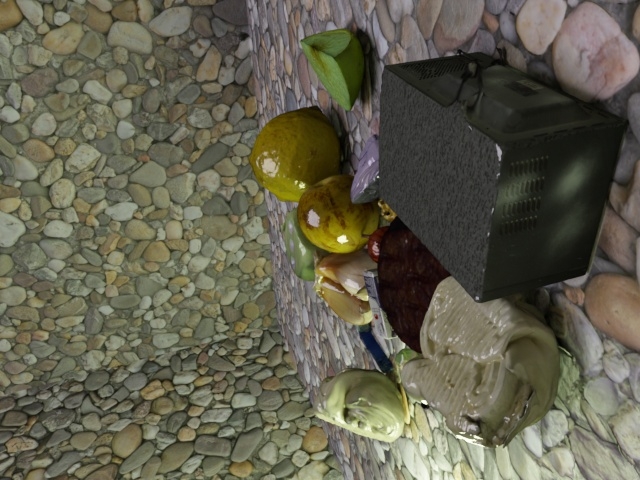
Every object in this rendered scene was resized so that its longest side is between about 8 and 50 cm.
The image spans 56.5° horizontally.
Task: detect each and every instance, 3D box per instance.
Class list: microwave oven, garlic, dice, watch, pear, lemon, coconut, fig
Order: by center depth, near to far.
[{"bbox_3d":[0.307,-0.153,1.144,0.432,0.237,0.374,-124,27,-53],"label":"microwave oven"},{"bbox_3d":[0.198,0.021,1.873,0.150,0.129,0.128,-26,76,54],"label":"fig"},{"bbox_3d":[0.075,-0.536,1.892,0.288,0.139,0.239,48,163,53],"label":"pear"},{"bbox_3d":[0.288,0.396,1.971,0.081,0.082,0.083,57,-140,-32],"label":"coconut"},{"bbox_3d":[0.065,-0.086,2.014,0.281,0.281,0.280,167,90,-75],"label":"pear"},{"bbox_3d":[0.114,0.158,2.122,0.313,0.250,0.285,18,93,45],"label":"garlic"},{"bbox_3d":[0.198,0.314,2.248,0.274,0.068,0.276,-122,25,-52],"label":"watch"},{"bbox_3d":[-0.084,-0.326,2.250,0.387,0.350,0.350,-66,25,11],"label":"lemon"},{"bbox_3d":[0.000,0.000,2.356,0.252,0.255,0.249,106,145,-59],"label":"dice"}]

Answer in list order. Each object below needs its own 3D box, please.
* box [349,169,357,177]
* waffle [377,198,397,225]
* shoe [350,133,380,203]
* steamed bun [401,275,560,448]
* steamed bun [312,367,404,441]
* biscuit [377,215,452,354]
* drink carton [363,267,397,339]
[{"bbox_3d":[0.128,-0.211,2.151,0.053,0.024,0.083,175,81,-75],"label":"box"},{"bbox_3d":[0.226,-0.158,1.765,0.262,0.060,0.280,-118,25,-51],"label":"waffle"},{"bbox_3d":[0.144,-0.204,1.766,0.245,0.095,0.137,127,135,-61],"label":"shoe"},{"bbox_3d":[0.363,0.276,1.289,0.347,0.238,0.393,-41,33,40],"label":"steamed bun"},{"bbox_3d":[0.156,0.592,2.224,0.352,0.340,0.247,89,-160,-71],"label":"steamed bun"},{"bbox_3d":[0.291,0.109,1.614,0.407,0.091,0.406,176,90,-65],"label":"biscuit"},{"bbox_3d":[0.232,0.191,1.893,0.102,0.134,0.222,174,83,-74],"label":"drink carton"}]
